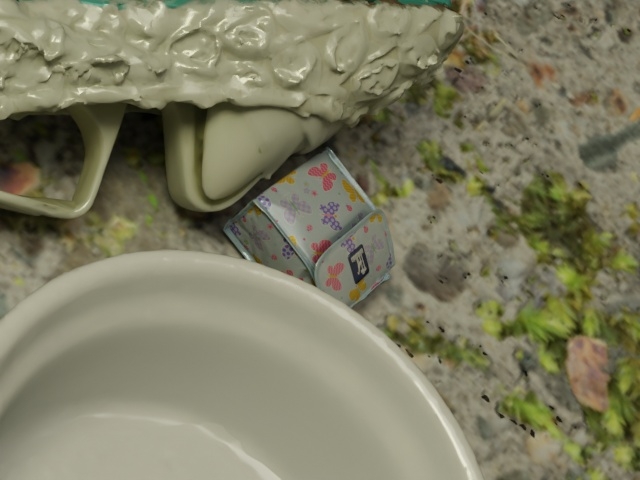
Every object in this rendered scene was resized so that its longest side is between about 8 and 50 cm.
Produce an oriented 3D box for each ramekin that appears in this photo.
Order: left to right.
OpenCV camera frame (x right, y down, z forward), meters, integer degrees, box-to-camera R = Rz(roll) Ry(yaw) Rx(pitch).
[{"bbox_3d":[-0.064,0.156,0.891,0.277,0.135,0.277,14,56,-21],"label":"ramekin"}]

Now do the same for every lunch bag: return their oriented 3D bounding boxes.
[{"bbox_3d":[0.000,0.000,1.081,0.071,0.053,0.083,-36,91,-38],"label":"lunch bag"}]

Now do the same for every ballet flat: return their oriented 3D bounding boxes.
[{"bbox_3d":[-0.111,-0.078,1.041,0.409,0.147,0.147,-1,61,-26],"label":"ballet flat"}]
